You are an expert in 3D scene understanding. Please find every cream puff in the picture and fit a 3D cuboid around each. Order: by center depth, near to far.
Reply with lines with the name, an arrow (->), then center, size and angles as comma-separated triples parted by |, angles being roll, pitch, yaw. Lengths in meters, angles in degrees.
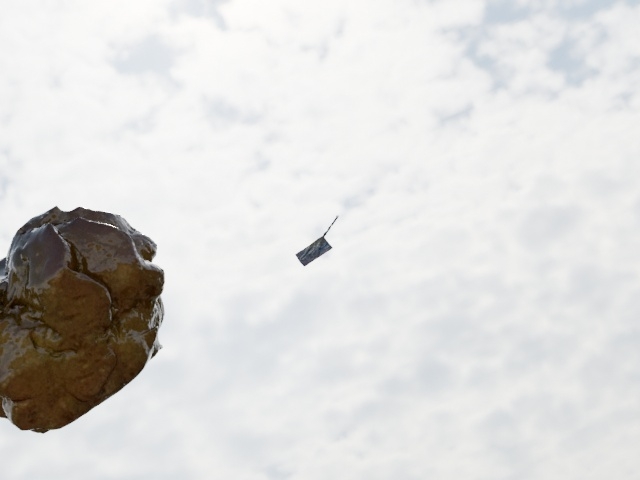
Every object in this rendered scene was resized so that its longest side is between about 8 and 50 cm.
cream puff -> -0.132, 0.036, 0.680 | 0.122, 0.094, 0.116 | -15, 23, 41

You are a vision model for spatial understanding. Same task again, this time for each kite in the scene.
kite -> 0.004, 0.000, 1.378 | 0.078, 0.002, 0.044 | -43, 29, -22
